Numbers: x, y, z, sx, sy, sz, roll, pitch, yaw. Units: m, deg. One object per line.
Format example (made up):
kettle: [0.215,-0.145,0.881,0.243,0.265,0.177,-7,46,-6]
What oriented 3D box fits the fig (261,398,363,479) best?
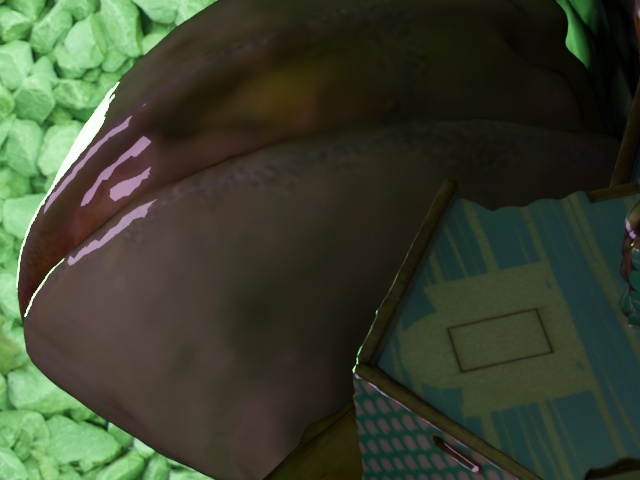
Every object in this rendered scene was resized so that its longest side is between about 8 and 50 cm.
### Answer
fig: [0.104,0.212,0.859,0.316,0.316,0.316,167,90,-87]

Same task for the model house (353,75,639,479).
model house: [0.111,0.051,0.563,0.178,0.206,0.271,81,175,-52]

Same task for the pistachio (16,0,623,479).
pistachio: [0.000,0.000,1.016,0.445,0.365,0.281,-48,52,53]

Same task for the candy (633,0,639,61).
candy: [0.158,-0.065,0.716,0.053,0.046,0.182,-118,18,-71]
